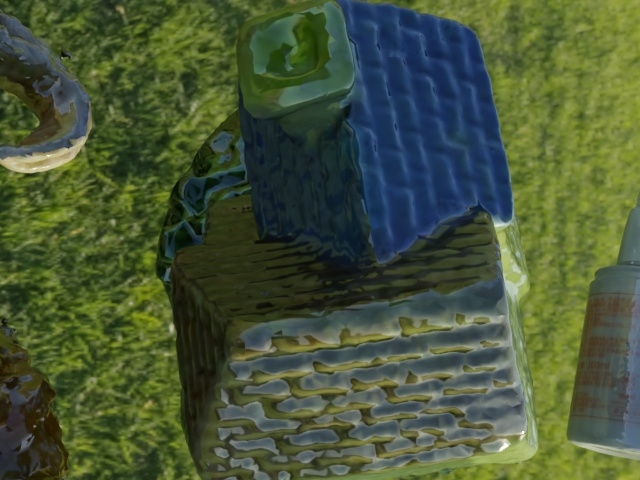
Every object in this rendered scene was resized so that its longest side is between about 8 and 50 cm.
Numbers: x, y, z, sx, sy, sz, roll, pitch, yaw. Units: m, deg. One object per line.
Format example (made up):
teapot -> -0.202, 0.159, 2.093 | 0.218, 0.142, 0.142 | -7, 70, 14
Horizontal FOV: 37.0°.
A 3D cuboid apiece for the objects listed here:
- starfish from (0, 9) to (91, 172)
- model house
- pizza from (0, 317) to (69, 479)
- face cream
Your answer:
starfish -> -0.251, -0.156, 0.384 | 0.324, 0.082, 0.432 | 49, 2, 8
model house -> 0.000, 0.000, 0.424 | 0.189, 0.195, 0.214 | 63, 22, -74
pizza -> -0.221, 0.068, 0.354 | 0.268, 0.087, 0.258 | 6, 42, -45
face cream -> 0.290, 0.067, 0.863 | 0.101, 0.101, 0.251 | 28, 70, -50
